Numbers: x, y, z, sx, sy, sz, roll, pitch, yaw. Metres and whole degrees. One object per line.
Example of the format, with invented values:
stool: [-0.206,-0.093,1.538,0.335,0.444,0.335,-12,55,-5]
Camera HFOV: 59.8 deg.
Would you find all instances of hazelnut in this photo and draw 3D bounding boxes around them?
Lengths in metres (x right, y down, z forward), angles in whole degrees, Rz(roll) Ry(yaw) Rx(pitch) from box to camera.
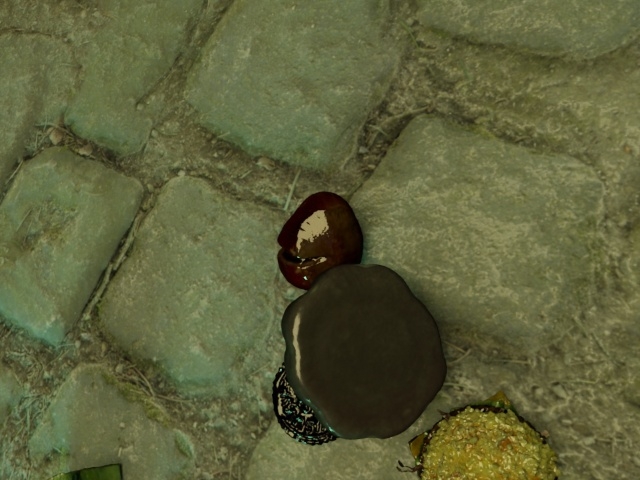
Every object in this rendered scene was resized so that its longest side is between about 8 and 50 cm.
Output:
hazelnut: [0.000,0.000,1.138,0.177,0.178,0.204,11,108,24]

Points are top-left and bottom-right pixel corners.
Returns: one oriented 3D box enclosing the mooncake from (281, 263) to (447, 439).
mooncake: [0.070,0.195,1.005,0.305,0.154,0.306,1,82,-10]

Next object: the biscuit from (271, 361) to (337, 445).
biscuit: [-0.010,0.308,1.114,0.194,0.053,0.195,-5,74,19]

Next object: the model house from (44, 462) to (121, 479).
model house: [-0.530,0.611,1.174,0.193,0.170,0.212,-24,69,12]

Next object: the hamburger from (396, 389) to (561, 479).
hamburger: [0.269,0.391,0.933,0.261,0.138,0.243,-35,67,8]
